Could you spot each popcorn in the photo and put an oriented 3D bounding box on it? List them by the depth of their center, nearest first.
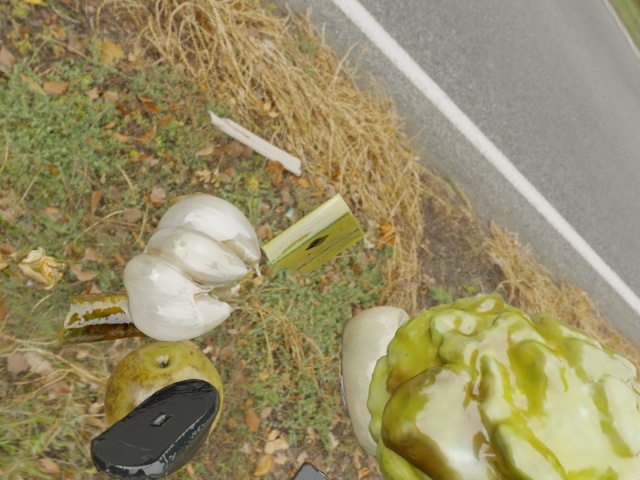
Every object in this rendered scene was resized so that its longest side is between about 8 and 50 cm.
[{"bbox_3d":[0.164,0.171,0.421,0.237,0.206,0.251,6,20,-4],"label":"popcorn"}]

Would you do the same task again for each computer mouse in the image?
[{"bbox_3d":[-0.277,0.344,0.836,0.270,0.137,0.086,-30,126,-67],"label":"computer mouse"}]

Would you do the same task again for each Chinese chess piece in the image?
[{"bbox_3d":[0.156,0.321,1.087,0.338,0.140,0.338,-15,90,-73],"label":"Chinese chess piece"}]

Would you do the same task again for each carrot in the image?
[{"bbox_3d":[-0.399,0.156,1.014,0.302,0.114,0.114,2,71,-43],"label":"carrot"}]

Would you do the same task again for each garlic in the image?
[{"bbox_3d":[-0.202,0.026,0.813,0.203,0.184,0.281,18,31,3],"label":"garlic"}]

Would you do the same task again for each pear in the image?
[{"bbox_3d":[-0.373,0.385,1.146,0.281,0.281,0.280,19,60,-37],"label":"pear"}]

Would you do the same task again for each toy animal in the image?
[{"bbox_3d":[-0.597,0.058,1.009,0.083,0.060,0.081,19,85,-9],"label":"toy animal"}]

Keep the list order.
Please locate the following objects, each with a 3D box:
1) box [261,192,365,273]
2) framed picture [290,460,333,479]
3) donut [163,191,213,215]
[{"bbox_3d":[0.000,0.000,0.876,0.041,0.153,0.279,58,5,13],"label":"box"},{"bbox_3d":[-0.013,0.365,0.347,0.324,0.244,0.013,-42,146,-36],"label":"framed picture"},{"bbox_3d":[-0.351,-0.028,1.324,0.128,0.261,0.208,-7,105,-34],"label":"donut"}]
